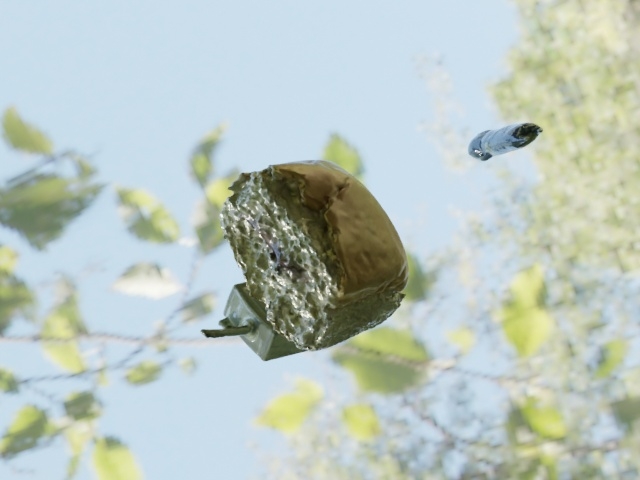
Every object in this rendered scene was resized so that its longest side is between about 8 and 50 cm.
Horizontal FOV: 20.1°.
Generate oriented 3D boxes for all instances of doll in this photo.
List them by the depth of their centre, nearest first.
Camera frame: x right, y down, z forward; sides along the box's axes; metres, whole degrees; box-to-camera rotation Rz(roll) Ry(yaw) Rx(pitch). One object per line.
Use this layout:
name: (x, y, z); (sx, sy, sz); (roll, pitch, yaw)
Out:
doll: (0.176, -0.094, 1.719); (0.037, 0.125, 0.027); (-29, -82, -18)

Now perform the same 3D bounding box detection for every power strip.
power strip: (-0.045, 0.072, 1.700); (0.175, 0.042, 0.075); (-13, -132, -41)

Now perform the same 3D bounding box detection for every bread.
bread: (0.000, 0.002, 1.215); (0.106, 0.082, 0.125); (-21, -112, -45)
